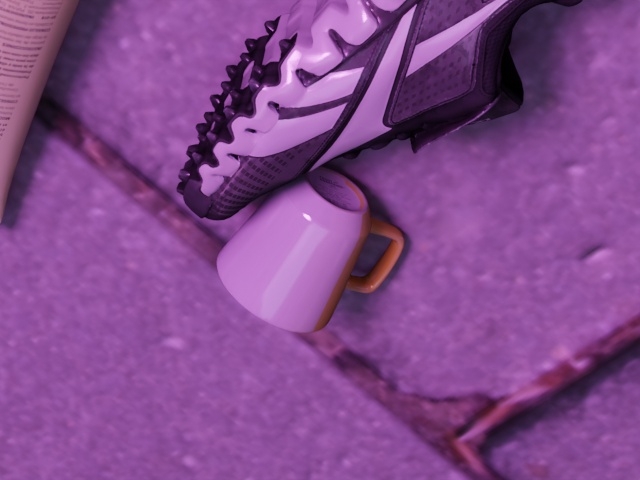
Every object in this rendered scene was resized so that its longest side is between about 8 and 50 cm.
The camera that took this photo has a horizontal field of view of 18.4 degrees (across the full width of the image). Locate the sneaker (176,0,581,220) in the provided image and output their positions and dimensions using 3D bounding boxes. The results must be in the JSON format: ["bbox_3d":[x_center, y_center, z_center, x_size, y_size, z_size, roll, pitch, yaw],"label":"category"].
[{"bbox_3d":[0.030,-0.071,0.857,0.106,0.078,0.234,35,123,-15],"label":"sneaker"}]

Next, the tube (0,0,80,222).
[{"bbox_3d":[-0.151,-0.098,0.884,0.070,0.062,0.240,53,134,21],"label":"tube"}]

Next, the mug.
[{"bbox_3d":[-0.004,-0.002,0.940,0.062,0.078,0.064,42,119,17],"label":"mug"}]
